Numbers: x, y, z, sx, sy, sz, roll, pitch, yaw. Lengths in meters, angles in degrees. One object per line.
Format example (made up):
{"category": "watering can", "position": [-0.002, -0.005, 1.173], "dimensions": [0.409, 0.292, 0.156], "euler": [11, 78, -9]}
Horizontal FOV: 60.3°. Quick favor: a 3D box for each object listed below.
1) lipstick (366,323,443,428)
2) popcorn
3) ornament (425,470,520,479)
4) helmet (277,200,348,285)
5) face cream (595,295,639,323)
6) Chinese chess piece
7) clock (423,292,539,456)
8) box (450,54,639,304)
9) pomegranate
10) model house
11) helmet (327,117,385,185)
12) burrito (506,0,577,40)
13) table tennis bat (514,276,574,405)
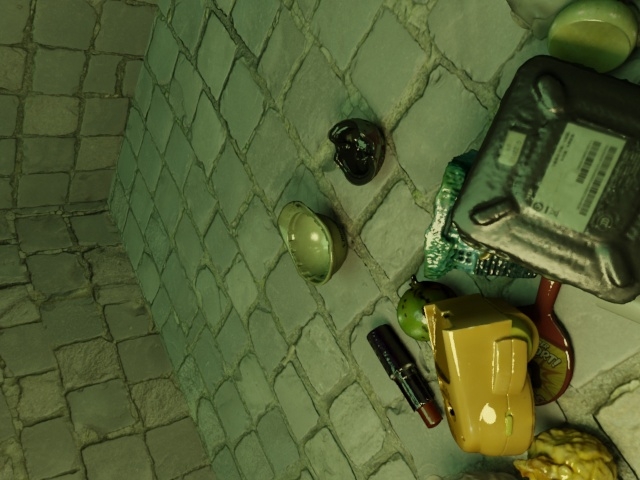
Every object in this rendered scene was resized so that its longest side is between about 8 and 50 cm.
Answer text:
{"category": "lipstick", "position": [0.226, 0.357, 1.465], "dimensions": [0.299, 0.081, 0.081], "euler": [56, 136, 28]}
{"category": "popcorn", "position": [0.488, 0.453, 1.095], "dimensions": [0.180, 0.180, 0.170], "euler": [37, 92, 41]}
{"category": "ornament", "position": [0.363, 0.664, 1.162], "dimensions": [0.337, 0.337, 0.336], "euler": [14, 108, 50]}
{"category": "helmet", "position": [0.001, -0.004, 1.626], "dimensions": [0.204, 0.137, 0.257], "euler": [-35, 77, 49]}
{"category": "face cream", "position": [0.609, 0.128, 0.938], "dimensions": [0.250, 0.077, 0.077], "euler": [27, 118, 45]}
{"category": "Chinese chess piece", "position": [0.473, -0.356, 0.962], "dimensions": [0.144, 0.144, 0.058], "euler": [-1, 60, 52]}
{"category": "clock", "position": [0.336, 0.287, 1.144], "dimensions": [0.244, 0.201, 0.316], "euler": [-79, -16, -80]}
{"category": "box", "position": [0.440, -0.101, 0.942], "dimensions": [0.350, 0.091, 0.359], "euler": [25, 102, 17]}
{"category": "pomegranate", "position": [0.284, 0.186, 1.310], "dimensions": [0.220, 0.156, 0.156], "euler": [37, 126, 20]}
{"category": "model house", "position": [0.364, -0.025, 1.126], "dimensions": [0.241, 0.226, 0.261], "euler": [18, 115, 22]}
{"category": "helmet", "position": [0.112, -0.247, 1.469], "dimensions": [0.153, 0.107, 0.176], "euler": [8, 122, 48]}
{"category": "burrito", "position": [0.511, -0.472, 0.919], "dimensions": [0.446, 0.101, 0.138], "euler": [-10, 75, 52]}
{"category": "table tennis bat", "position": [0.458, 0.214, 1.185], "dimensions": [0.200, 0.038, 0.310], "euler": [31, 124, 44]}
